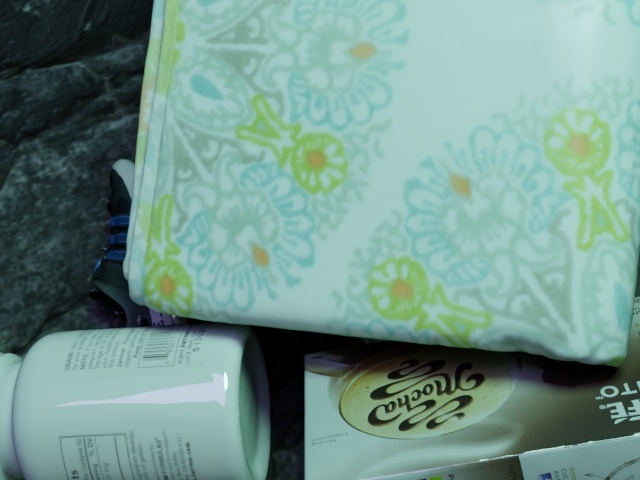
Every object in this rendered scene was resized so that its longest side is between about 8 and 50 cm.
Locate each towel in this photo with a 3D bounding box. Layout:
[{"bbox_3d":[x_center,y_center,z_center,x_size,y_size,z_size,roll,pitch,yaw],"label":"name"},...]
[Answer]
[{"bbox_3d":[0.040,-0.093,0.879,0.375,0.090,0.320,5,89,25],"label":"towel"}]

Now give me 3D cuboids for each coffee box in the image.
[{"bbox_3d":[0.144,0.139,0.851,0.297,0.118,0.168,-10,25,5],"label":"coffee box"}]

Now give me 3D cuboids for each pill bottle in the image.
[{"bbox_3d":[-0.159,0.130,0.944,0.229,0.131,0.131,-4,55,9],"label":"pill bottle"}]

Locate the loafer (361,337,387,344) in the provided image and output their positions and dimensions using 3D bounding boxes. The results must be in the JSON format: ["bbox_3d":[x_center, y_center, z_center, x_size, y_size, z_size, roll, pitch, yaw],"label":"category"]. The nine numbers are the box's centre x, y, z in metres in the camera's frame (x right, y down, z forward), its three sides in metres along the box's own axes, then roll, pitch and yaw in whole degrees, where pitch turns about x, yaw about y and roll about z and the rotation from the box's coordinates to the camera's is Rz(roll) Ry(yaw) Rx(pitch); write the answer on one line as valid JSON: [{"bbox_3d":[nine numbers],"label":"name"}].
[{"bbox_3d":[0.000,0.000,1.032,0.111,0.112,0.319,-49,54,20],"label":"loafer"}]

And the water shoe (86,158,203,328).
[{"bbox_3d":[-0.161,0.016,1.059,0.080,0.073,0.203,-23,54,-2],"label":"water shoe"}]
